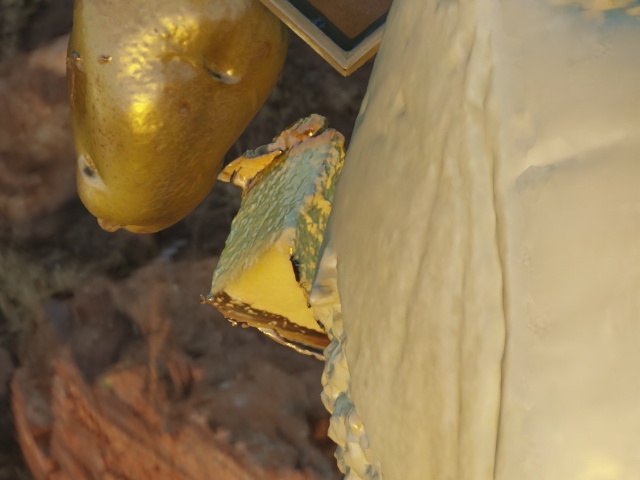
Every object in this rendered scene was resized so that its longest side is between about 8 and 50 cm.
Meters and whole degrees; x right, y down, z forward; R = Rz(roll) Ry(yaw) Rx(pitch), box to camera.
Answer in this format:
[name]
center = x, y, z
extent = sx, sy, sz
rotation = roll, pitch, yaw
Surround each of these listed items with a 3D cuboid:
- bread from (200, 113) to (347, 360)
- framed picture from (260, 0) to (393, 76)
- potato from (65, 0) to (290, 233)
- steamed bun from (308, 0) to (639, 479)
[bread]
center = 0.000, 0.000, 1.256
extent = 0.127, 0.152, 0.147
rotation = -27, 37, 48
[framed picture]
center = -0.001, -0.203, 0.968
extent = 0.150, 0.015, 0.203
rotation = -41, 70, -16
[potato]
center = -0.145, -0.157, 1.594
extent = 0.202, 0.351, 0.218
rotation = 20, 21, -1
[steamed bun]
center = 0.153, 0.027, 0.569
extent = 0.290, 0.273, 0.272
rotation = -10, 31, -15
